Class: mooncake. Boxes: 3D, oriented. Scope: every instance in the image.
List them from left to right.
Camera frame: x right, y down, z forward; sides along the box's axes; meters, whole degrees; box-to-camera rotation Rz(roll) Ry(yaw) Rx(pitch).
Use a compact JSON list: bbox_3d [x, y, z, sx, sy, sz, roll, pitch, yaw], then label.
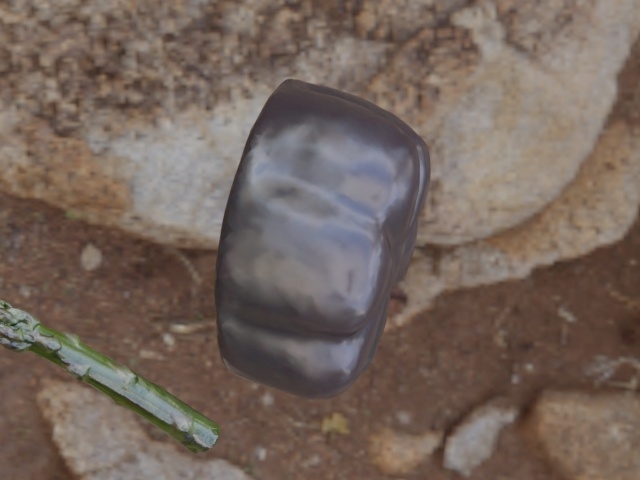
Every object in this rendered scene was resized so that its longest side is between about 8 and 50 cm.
[{"bbox_3d":[0.000,0.000,1.119,0.245,0.133,0.245,18,90,-82],"label":"mooncake"}]

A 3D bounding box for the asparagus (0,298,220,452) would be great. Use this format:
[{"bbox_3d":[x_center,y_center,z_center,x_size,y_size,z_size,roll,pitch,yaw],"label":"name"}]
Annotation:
[{"bbox_3d":[-0.069,0.040,0.434,0.015,0.014,0.114,-53,134,-2],"label":"asparagus"}]
